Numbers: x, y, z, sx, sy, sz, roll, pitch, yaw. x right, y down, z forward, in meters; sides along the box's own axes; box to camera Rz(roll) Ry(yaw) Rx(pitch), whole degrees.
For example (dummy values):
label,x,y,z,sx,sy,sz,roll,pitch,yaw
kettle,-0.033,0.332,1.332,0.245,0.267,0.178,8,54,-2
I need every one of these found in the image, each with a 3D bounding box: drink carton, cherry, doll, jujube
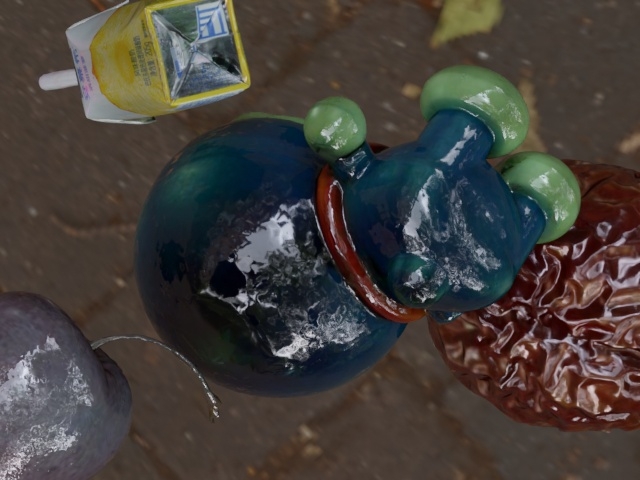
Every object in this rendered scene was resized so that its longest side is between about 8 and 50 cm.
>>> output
label,x,y,z,sx,sy,sz,roll,pitch,yaw
drink carton,-0.120,-0.118,1.315,0.074,0.200,0.084,-18,99,-26
cherry,-0.162,0.116,1.182,0.188,0.115,0.148,54,45,-48
doll,0.001,0.001,1.343,0.198,0.322,0.186,50,43,-23
jujube,0.198,0.045,1.536,0.232,0.213,0.213,1,108,20
